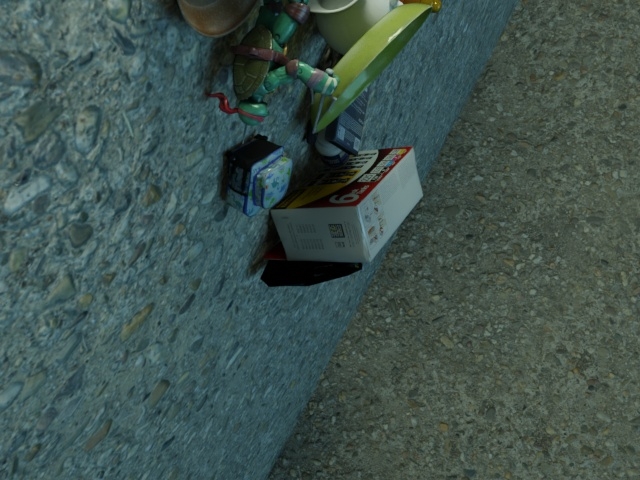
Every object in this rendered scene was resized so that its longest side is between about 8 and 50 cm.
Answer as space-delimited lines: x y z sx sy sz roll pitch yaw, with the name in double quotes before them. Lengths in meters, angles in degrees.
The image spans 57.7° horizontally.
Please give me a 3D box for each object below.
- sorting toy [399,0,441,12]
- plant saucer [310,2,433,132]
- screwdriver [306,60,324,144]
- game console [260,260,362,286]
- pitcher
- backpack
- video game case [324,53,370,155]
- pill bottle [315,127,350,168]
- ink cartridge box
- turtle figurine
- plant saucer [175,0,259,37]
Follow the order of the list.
"sorting toy" 0.192 -0.559 1.067 0.127 0.126 0.365 -54 164 -31
"plant saucer" 0.063 -0.255 0.844 0.241 0.037 0.241 -46 -177 3
"screwdriver" -0.004 -0.262 1.119 0.025 0.024 0.170 -11 131 -34
"game console" 0.000 0.000 1.335 0.361 0.213 0.044 -72 148 -63
"pitcher" 0.070 -0.364 0.896 0.207 0.177 0.125 2 87 -72
"backpack" -0.102 -0.097 0.948 0.105 0.084 0.114 -44 159 -46
"video game case" 0.067 -0.314 1.126 0.196 0.026 0.274 0 100 -74
"pill bottle" 0.024 -0.202 1.229 0.067 0.067 0.120 -61 165 -8
"ink cartridge box" 0.039 -0.082 1.275 0.309 0.272 0.130 -47 128 -49
"turtle figurine" -0.058 -0.231 0.755 0.118 0.175 0.234 0 109 -54
"plant saucer" -0.107 -0.322 0.627 0.198 0.036 0.198 -56 163 -26
